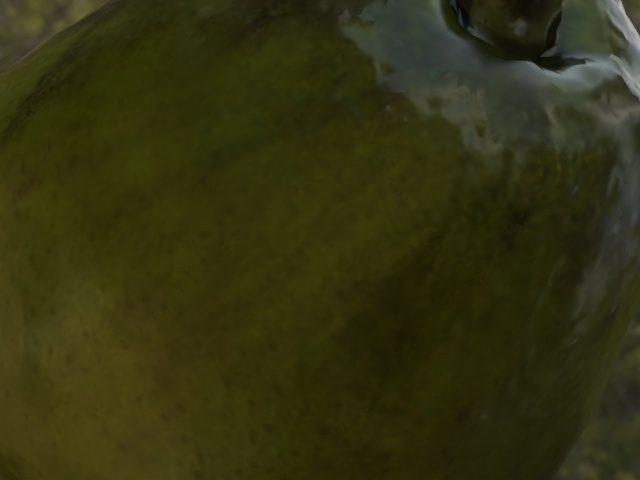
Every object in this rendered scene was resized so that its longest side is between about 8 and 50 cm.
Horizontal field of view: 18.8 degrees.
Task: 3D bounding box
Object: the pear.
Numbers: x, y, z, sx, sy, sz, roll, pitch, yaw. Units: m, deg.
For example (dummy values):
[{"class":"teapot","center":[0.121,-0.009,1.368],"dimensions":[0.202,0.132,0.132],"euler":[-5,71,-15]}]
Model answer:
[{"class":"pear","center":[0.000,0.000,0.769],"dimensions":[0.287,0.375,0.287],"euler":[19,45,-20]}]
